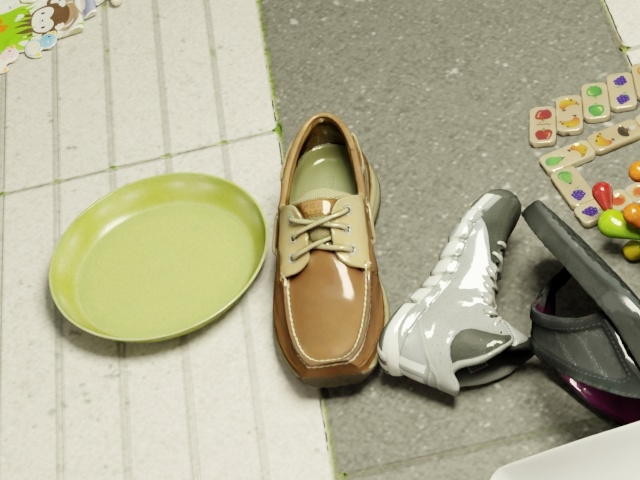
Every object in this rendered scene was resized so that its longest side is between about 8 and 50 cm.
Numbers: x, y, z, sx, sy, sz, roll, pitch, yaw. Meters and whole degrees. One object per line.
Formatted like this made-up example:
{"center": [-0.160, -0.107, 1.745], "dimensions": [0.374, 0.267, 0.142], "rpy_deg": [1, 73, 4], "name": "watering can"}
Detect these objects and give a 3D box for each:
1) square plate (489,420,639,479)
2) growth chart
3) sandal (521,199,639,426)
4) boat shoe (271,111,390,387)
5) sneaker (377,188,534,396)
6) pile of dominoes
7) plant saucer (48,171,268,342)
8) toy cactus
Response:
{"center": [0.189, 0.287, 1.254], "dimensions": [0.347, 0.049, 0.344], "rpy_deg": [-30, 23, 53], "name": "square plate"}
{"center": [-0.372, -0.297, 2.102], "dimensions": [0.237, 0.021, 0.172], "rpy_deg": [-27, 47, -10], "name": "growth chart"}
{"center": [0.268, 0.118, 1.440], "dimensions": [0.107, 0.167, 0.446], "rpy_deg": [-39, 43, 8], "name": "sandal"}
{"center": [0.000, 0.000, 1.647], "dimensions": [0.122, 0.120, 0.324], "rpy_deg": [-9, 45, 7], "name": "boat shoe"}
{"center": [0.167, 0.061, 1.580], "dimensions": [0.132, 0.086, 0.228], "rpy_deg": [26, 68, 28], "name": "sneaker"}
{"center": [0.350, -0.132, 1.735], "dimensions": [0.251, 0.040, 0.196], "rpy_deg": [-22, 46, -7], "name": "pile of dominoes"}
{"center": [-0.169, 0.024, 1.728], "dimensions": [0.241, 0.037, 0.241], "rpy_deg": [-8, 46, 8], "name": "plant saucer"}
{"center": [0.378, 0.001, 1.577], "dimensions": [0.219, 0.112, 0.180], "rpy_deg": [-3, 65, 9], "name": "toy cactus"}
